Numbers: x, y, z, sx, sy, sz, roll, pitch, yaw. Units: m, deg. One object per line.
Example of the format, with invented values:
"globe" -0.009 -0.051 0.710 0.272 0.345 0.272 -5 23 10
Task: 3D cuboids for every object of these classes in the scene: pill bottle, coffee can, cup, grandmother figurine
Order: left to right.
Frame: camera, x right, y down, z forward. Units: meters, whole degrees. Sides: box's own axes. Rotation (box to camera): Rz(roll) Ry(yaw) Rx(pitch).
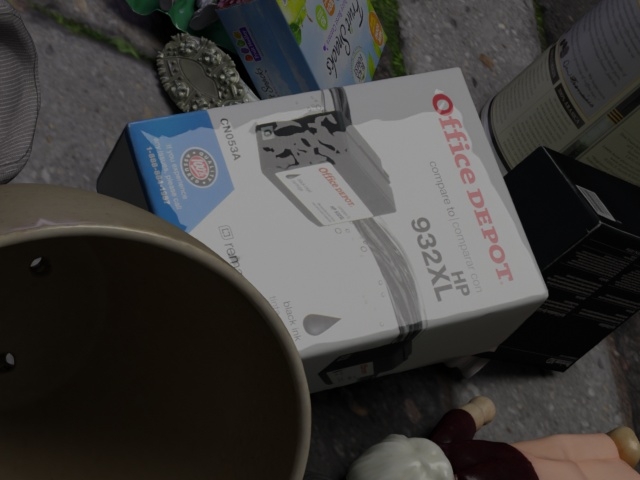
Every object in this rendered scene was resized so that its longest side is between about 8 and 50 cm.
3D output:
"cup" -0.201 0.093 1.240 0.331 0.331 0.237 24 14 -29
"pill bottle" 0.122 0.090 1.754 0.083 0.043 0.043 50 36 2
"grandmother figurine" 0.167 0.222 1.642 0.342 0.104 0.208 7 25 -38
"coffee can" 0.335 -0.158 2.004 0.201 0.275 0.201 27 41 -26

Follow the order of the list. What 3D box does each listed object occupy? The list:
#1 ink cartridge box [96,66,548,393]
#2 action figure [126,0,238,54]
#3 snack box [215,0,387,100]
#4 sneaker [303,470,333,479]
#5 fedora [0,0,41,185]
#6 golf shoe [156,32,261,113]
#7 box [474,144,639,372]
"ink cartridge box" 0.000 0.000 1.529 0.307 0.129 0.223 -12 71 -24
"action figure" -0.113 -0.274 1.834 0.137 0.063 0.232 33 29 -12
"snack box" -0.014 -0.211 1.817 0.174 0.070 0.207 63 28 -27
"sneaker" 0.008 0.349 1.347 0.147 0.145 0.384 59 14 -54
"fedora" -0.279 -0.109 1.344 0.275 0.124 0.243 -29 118 -79
"golf shoe" -0.084 -0.120 1.742 0.176 0.069 0.086 44 -5 16
"box" 0.217 0.024 1.737 0.103 0.184 0.261 55 19 25
